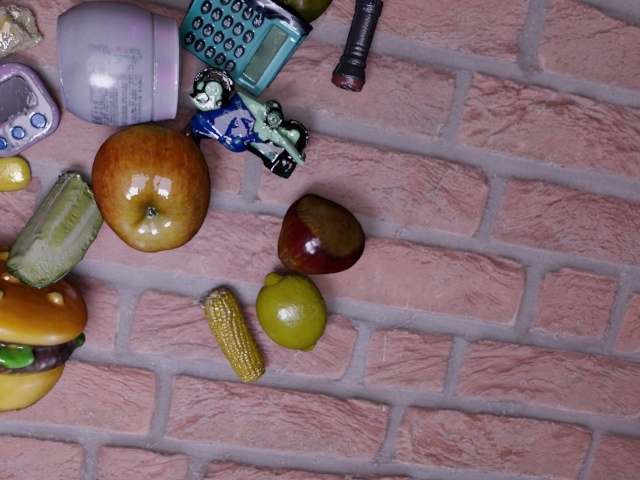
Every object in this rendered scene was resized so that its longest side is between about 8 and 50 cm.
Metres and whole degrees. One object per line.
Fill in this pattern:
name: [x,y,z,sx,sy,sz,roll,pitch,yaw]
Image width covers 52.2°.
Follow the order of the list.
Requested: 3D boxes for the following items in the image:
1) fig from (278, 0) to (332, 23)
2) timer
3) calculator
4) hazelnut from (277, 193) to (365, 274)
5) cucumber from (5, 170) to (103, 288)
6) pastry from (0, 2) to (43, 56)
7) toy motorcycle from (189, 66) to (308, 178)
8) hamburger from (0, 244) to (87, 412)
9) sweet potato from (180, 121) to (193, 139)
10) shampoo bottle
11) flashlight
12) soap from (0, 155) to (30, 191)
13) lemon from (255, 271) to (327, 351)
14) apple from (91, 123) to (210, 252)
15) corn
fig: [-0.010,-0.608,1.578,0.259,0.151,0.151,-22,108,-28]
timer: [-0.742,-0.312,1.565,0.209,0.069,0.190,-29,107,1]
calculator: [-0.192,-0.491,1.540,0.274,0.058,0.248,31,133,-15]
hazelnut: [0.000,0.000,1.695,0.230,0.229,0.229,-2,105,-8]
cucumber: [-0.631,-0.007,1.549,0.105,0.325,0.145,-18,128,30]
pastry: [-0.779,-0.453,1.518,0.259,0.089,0.121,-25,119,2]
toy motorcycle: [-0.187,-0.272,1.609,0.331,0.125,0.196,31,108,-22]
hamburger: [-0.747,0.190,1.537,0.396,0.395,0.277,27,102,-14]
sweet potato: [-0.319,-0.281,1.650,0.179,0.044,0.044,-41,106,-4]
shampoo bottle: [-0.449,-0.396,1.481,0.267,0.273,0.272,-1,105,-19]
flashlight: [0.096,-0.493,1.636,0.093,0.093,0.231,15,96,-12]
soap: [-0.804,-0.161,1.614,0.169,0.033,0.089,-5,103,-7]
lemon: [-0.072,0.193,1.740,0.184,0.184,0.248,-28,106,0]
apple: [-0.393,-0.110,1.545,0.278,0.249,0.309,-17,148,15]
corn: [-0.234,0.265,1.776,0.106,0.106,0.292,-23,106,-2]
